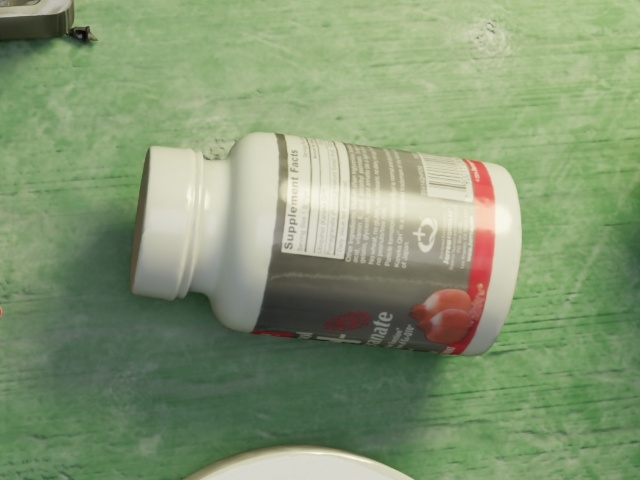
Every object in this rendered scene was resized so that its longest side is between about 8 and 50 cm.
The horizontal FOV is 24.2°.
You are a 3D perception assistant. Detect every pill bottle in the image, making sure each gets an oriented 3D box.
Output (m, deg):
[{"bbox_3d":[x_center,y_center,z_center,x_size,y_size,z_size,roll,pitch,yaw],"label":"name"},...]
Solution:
[{"bbox_3d":[0.000,0.000,1.302,0.319,0.176,0.176,7,86,-10],"label":"pill bottle"}]

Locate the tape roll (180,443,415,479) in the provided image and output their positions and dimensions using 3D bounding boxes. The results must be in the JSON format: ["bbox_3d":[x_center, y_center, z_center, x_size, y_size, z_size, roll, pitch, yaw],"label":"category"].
[{"bbox_3d":[-0.017,0.377,1.336,0.392,0.072,0.392,1,87,-11],"label":"tape roll"}]

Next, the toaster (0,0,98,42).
[{"bbox_3d":[-0.291,-0.258,1.295,0.186,0.110,0.168,-4,89,-11],"label":"toaster"}]

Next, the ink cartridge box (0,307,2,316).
[{"bbox_3d":[-0.405,0.054,1.276,0.231,0.078,0.134,-24,92,-11],"label":"ink cartridge box"}]
